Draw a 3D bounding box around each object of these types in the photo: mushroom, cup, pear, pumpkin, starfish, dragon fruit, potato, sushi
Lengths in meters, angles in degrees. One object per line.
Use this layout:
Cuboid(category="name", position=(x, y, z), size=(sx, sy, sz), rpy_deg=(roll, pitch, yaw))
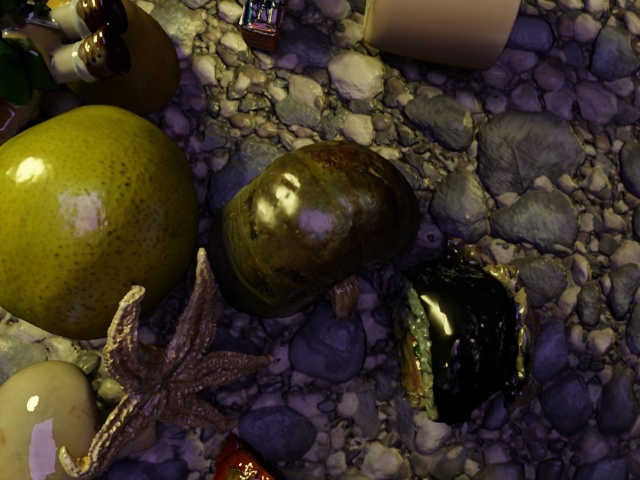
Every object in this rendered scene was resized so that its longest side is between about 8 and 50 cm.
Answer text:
Cuboid(category="mushroom", position=(-0.344, 0.253, 0.682), size=(0.207, 0.209, 0.206), rpy_deg=(10, 112, 26))
Cuboid(category="cup", position=(0.177, -0.394, 0.796), size=(0.201, 0.191, 0.252), rpy_deg=(8, 54, -1))
Cuboid(category="pear", position=(-0.293, -0.020, 0.654), size=(0.295, 0.294, 0.294), rpy_deg=(1, 84, -5))
Cuboid(category="pumpkin", position=(0.000, 0.000, 0.706), size=(0.325, 0.232, 0.242), rpy_deg=(-32, 90, -4))
Cuboid(category="starfish", position=(-0.175, 0.168, 0.664), size=(0.060, 0.302, 0.299), rpy_deg=(27, 83, 37))
Cuboid(category="dragon fruit", position=(-0.103, 0.362, 0.710), size=(0.161, 0.127, 0.120), rpy_deg=(46, 73, 2))
Cuboid(category="potato", position=(-0.314, -0.289, 0.745), size=(0.178, 0.158, 0.203), rpy_deg=(-29, 91, -6))
Cuboid(category="sushi", position=(0.214, 0.129, 0.719), size=(0.219, 0.225, 0.238), rpy_deg=(-2, 117, -14))

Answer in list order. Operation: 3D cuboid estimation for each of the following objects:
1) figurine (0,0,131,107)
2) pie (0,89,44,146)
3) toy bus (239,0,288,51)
Cuboid(category="figurine", position=(-0.422, -0.229, 0.623), size=(0.370, 0.167, 0.281), rpy_deg=(-7, 87, 3))
Cuboid(category="pie", position=(-0.564, -0.250, 0.748), size=(0.340, 0.083, 0.339), rpy_deg=(1, 85, -5))
Cuboid(category="toy bus", position=(-0.071, -0.420, 0.806), size=(0.074, 0.096, 0.234), rpy_deg=(13, 83, -3))
